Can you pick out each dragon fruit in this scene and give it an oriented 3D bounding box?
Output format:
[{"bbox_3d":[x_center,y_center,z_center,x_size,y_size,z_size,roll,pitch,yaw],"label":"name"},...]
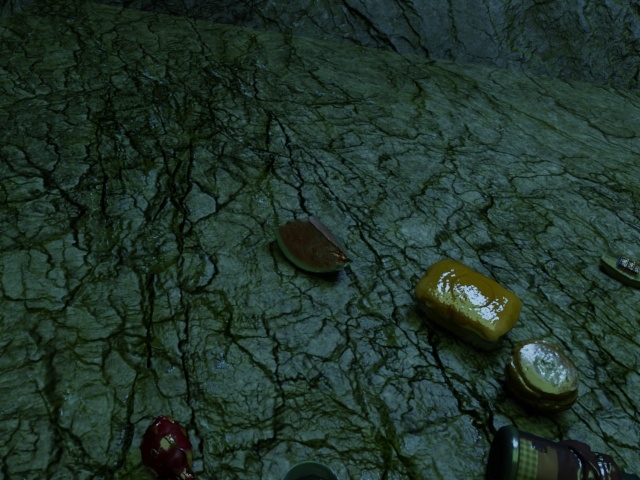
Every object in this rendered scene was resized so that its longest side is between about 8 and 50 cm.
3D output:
[{"bbox_3d":[-0.266,0.409,0.936,0.094,0.094,0.190,-28,64,-31],"label":"dragon fruit"}]

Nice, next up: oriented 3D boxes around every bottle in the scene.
[{"bbox_3d":[0.458,0.443,0.940,0.271,0.143,0.156,14,43,7],"label":"bottle"}]

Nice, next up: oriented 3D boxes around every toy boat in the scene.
[{"bbox_3d":[0.870,0.085,1.431,0.172,0.066,0.065,28,44,21],"label":"toy boat"}]

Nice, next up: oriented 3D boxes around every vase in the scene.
[{"bbox_3d":[-0.024,0.446,0.820,0.096,0.219,0.096,3,43,-3],"label":"vase"}]

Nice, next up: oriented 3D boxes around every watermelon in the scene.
[{"bbox_3d":[-0.002,0.011,1.399,0.231,0.128,0.146,44,25,17],"label":"watermelon"}]

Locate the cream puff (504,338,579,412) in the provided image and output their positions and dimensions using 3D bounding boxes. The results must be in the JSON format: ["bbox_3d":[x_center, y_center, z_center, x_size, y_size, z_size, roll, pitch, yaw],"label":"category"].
[{"bbox_3d":[0.481,0.298,1.119,0.150,0.115,0.165,-8,53,-6],"label":"cream puff"}]

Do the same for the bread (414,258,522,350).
[{"bbox_3d":[0.357,0.155,1.256,0.246,0.121,0.174,35,49,25],"label":"bread"}]
